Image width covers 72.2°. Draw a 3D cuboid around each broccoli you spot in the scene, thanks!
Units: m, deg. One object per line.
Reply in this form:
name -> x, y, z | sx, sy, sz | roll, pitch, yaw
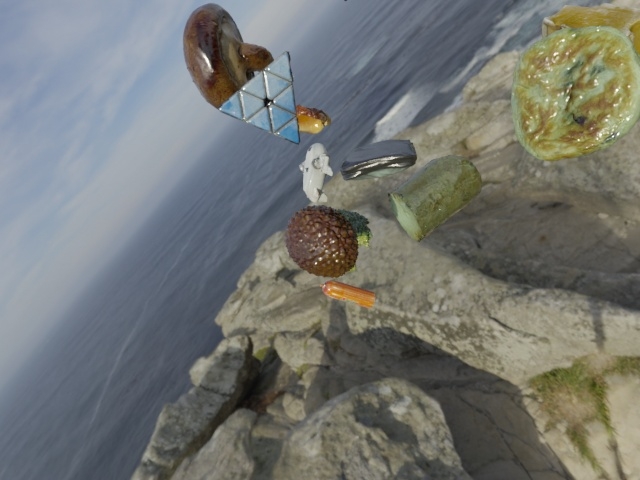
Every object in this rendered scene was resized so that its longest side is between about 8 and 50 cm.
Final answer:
broccoli -> 0.066, 0.011, 1.635 | 0.263, 0.243, 0.247 | 16, 43, 42

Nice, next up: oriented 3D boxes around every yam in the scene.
yam -> 0.380, -0.154, 1.471 | 0.300, 0.195, 0.195 | -36, 16, -16

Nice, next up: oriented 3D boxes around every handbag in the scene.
handbag -> 0.161, -0.222, 1.189 | 0.191, 0.075, 0.332 | -12, 15, 13

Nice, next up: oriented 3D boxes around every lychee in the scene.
lychee -> 0.000, 0.000, 1.164 | 0.238, 0.200, 0.200 | 23, 73, 50

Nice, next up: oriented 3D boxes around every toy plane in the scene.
toy plane -> -0.013, -0.281, 1.826 | 0.244, 0.117, 0.245 | -174, 90, -67

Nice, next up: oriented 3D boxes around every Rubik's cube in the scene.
Rubik's cube -> -0.148, -0.306, 1.055 | 0.178, 0.190, 0.211 | -17, -12, -17

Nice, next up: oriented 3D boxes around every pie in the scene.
pie -> 0.438, -0.255, 0.775 | 0.240, 0.054, 0.241 | 6, 98, 50

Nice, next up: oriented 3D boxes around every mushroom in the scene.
mushroom -> -0.329, -0.594, 1.465 | 0.239, 0.345, 0.345 | -39, 22, 27

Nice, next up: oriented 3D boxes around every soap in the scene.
soap -> 0.761, -0.496, 1.233 | 0.143, 0.281, 0.259 | -43, 46, -6

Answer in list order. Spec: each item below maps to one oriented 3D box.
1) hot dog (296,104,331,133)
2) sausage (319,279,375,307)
hot dog -> -0.062, -0.405, 1.449 | 0.102, 0.076, 0.249 | -42, 35, -15
sausage -> 0.102, 0.209, 1.753 | 0.071, 0.234, 0.071 | 17, 90, 71
